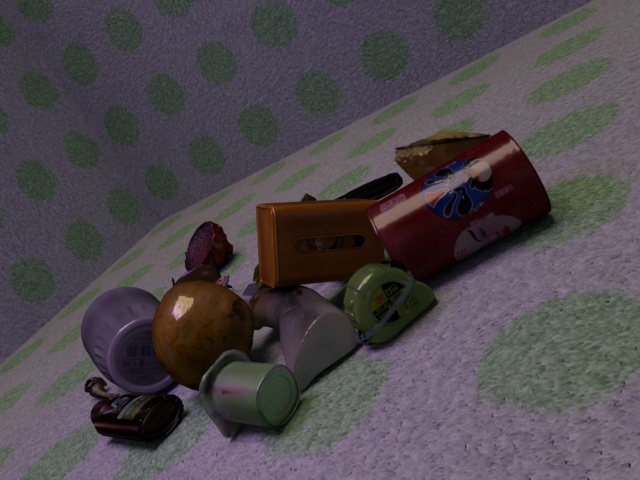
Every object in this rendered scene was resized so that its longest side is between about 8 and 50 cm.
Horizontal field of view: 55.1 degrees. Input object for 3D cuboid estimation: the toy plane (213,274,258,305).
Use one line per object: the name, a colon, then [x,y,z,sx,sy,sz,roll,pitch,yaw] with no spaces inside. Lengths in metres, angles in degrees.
toy plane: [-0.282,0.181,1.701,0.252,0.118,0.252,-10,31,6]

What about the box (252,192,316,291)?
box: [-0.106,0.024,1.785,0.311,0.043,0.173,-54,18,24]

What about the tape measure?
tape measure: [0.121,0.117,1.208,0.177,0.154,0.087,-42,25,-14]

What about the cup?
cup: [-0.522,0.279,1.716,0.253,0.253,0.371,-38,20,-18]

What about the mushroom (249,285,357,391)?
mushroom: [-0.060,0.181,1.393,0.177,0.126,0.397,-44,22,-6]

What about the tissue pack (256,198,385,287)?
tissue pack: [0.000,0.000,1.455,0.275,0.194,0.145,-5,3,-20]

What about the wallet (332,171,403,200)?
wallet: [0.065,-0.105,1.904,0.228,0.062,0.406,-29,3,-27]

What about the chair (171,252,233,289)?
chair: [-0.365,0.166,1.927,0.159,0.172,0.247,-33,10,-4]

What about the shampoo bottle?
shampoo bottle: [-0.461,0.424,1.490,0.323,0.084,0.129,-14,23,48]

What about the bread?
bread: [0.361,-0.231,1.727,0.262,0.162,0.204,-16,5,-31]

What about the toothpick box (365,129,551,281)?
toothpick box: [0.288,-0.064,1.313,0.333,0.204,0.204,-31,17,9]

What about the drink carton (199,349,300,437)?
drink carton: [-0.128,0.292,1.185,0.142,0.144,0.146,-8,30,42]

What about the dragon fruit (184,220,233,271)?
dragon fruit: [-0.417,0.048,2.395,0.224,0.148,0.218,16,81,56]

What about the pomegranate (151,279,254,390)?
pomegranate: [-0.273,0.214,1.423,0.260,0.260,0.260,-30,17,10]

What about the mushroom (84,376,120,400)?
mushroom: [-0.640,0.448,1.812,0.187,0.061,0.060,9,57,48]
